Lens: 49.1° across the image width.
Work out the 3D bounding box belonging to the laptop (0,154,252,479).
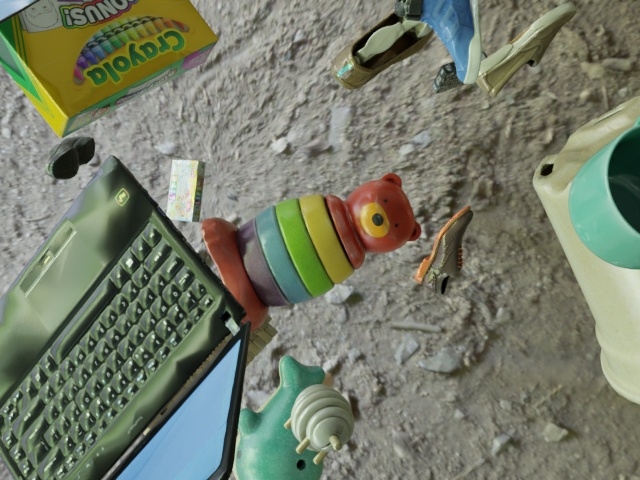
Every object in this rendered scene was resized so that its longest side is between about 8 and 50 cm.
[{"bbox_3d":[-0.169,0.104,0.442,0.234,0.136,0.264,-48,68,13],"label":"laptop"}]

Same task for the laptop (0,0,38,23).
[{"bbox_3d":[-0.460,-0.481,0.914,0.236,0.382,0.408,-9,134,-33],"label":"laptop"}]

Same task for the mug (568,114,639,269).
[{"bbox_3d":[0.322,-0.045,0.693,0.158,0.097,0.129,-39,82,-19],"label":"mug"}]

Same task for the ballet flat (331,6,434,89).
[{"bbox_3d":[0.167,-0.458,1.551,0.342,0.124,0.116,-38,94,-20],"label":"ballet flat"}]

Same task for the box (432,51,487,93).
[{"bbox_3d":[0.238,-0.285,1.195,0.083,0.067,0.018,-20,75,-11],"label":"box"}]

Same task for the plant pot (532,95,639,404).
[{"bbox_3d":[0.446,-0.013,0.895,0.334,0.334,0.305,-36,101,-4],"label":"plant pot"}]

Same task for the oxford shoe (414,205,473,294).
[{"bbox_3d":[0.354,0.027,1.877,0.098,0.097,0.271,38,127,20],"label":"oxford shoe"}]

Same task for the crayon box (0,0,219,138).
[{"bbox_3d":[-0.432,-0.415,1.332,0.363,0.106,0.313,-39,92,-32],"label":"crayon box"}]

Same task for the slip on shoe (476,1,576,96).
[{"bbox_3d":[0.238,-0.218,0.802,0.135,0.051,0.041,-35,87,1],"label":"slip on shoe"}]

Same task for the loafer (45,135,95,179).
[{"bbox_3d":[-0.504,-0.163,1.379,0.061,0.170,0.062,9,112,3],"label":"loafer"}]

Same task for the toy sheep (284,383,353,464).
[{"bbox_3d":[0.002,0.238,0.921,0.091,0.132,0.091,-8,113,-19],"label":"toy sheep"}]

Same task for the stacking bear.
[{"bbox_3d":[0.000,0.000,1.034,0.289,0.164,0.175,-22,87,6],"label":"stacking bear"}]

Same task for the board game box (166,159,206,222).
[{"bbox_3d":[-0.343,-0.126,1.783,0.026,0.103,0.154,6,91,-50],"label":"board game box"}]

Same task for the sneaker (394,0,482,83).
[{"bbox_3d":[0.119,-0.227,0.710,0.084,0.058,0.152,-4,134,10],"label":"sneaker"}]

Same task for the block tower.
[{"bbox_3d":[-0.230,0.260,1.408,0.335,0.097,0.091,-49,117,-12],"label":"block tower"}]

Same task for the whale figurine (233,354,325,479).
[{"bbox_3d":[-0.056,0.361,1.325,0.216,0.141,0.272,27,73,-27],"label":"whale figurine"}]

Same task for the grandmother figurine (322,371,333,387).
[{"bbox_3d":[-0.029,0.372,1.719,0.104,0.342,0.208,-45,79,0],"label":"grandmother figurine"}]
